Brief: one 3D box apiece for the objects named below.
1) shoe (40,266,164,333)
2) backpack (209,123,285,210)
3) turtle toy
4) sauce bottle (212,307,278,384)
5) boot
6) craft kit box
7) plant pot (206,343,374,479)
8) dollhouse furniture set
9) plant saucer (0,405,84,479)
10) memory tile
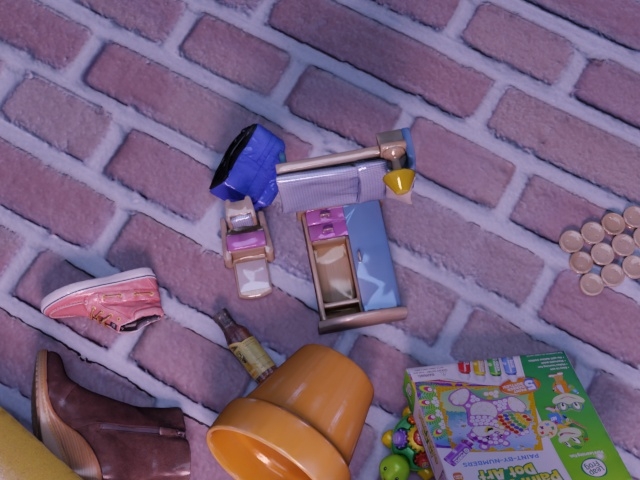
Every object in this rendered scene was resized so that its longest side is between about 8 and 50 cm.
[{"bbox_3d":[-0.325,0.102,1.660,0.178,0.063,0.081,-15,68,-10],"label":"shoe"},{"bbox_3d":[-0.104,-0.113,1.718,0.101,0.098,0.120,31,72,-21],"label":"backpack"},{"bbox_3d":[0.134,0.299,1.597,0.095,0.066,0.130,39,76,12],"label":"turtle toy"},{"bbox_3d":[-0.114,0.158,1.656,0.042,0.042,0.128,-37,73,-11],"label":"sauce bottle"},{"bbox_3d":[-0.307,0.258,1.608,0.207,0.090,0.248,-2,48,-23],"label":"boot"},{"bbox_3d":[0.264,0.268,1.536,0.250,0.061,0.246,-6,43,-12],"label":"craft kit box"},{"bbox_3d":[-0.024,0.255,1.554,0.205,0.205,0.188,31,59,9],"label":"plant pot"},{"bbox_3d":[0.000,0.000,1.571,0.286,0.303,0.198,-10,71,-4],"label":"dollhouse furniture set"},{"bbox_3d":[-0.461,0.419,1.468,0.333,0.081,0.333,34,93,21],"label":"plant saucer"},{"bbox_3d":[0.453,0.015,1.720,0.148,0.012,0.113,-21,73,-6],"label":"memory tile"}]
